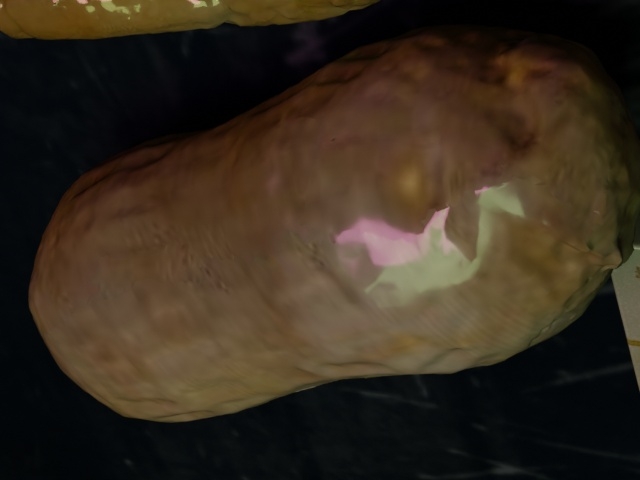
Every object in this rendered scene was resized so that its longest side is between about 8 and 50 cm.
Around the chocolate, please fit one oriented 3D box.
[{"bbox_3d":[0.000,0.000,0.625,0.309,0.134,0.134,-19,125,43],"label":"chocolate"}]

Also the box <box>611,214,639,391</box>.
[{"bbox_3d":[0.182,0.054,0.673,0.090,0.024,0.167,2,137,25],"label":"box"}]

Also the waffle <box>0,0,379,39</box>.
[{"bbox_3d":[-0.079,-0.178,0.509,0.168,0.057,0.274,2,137,24],"label":"waffle"}]
